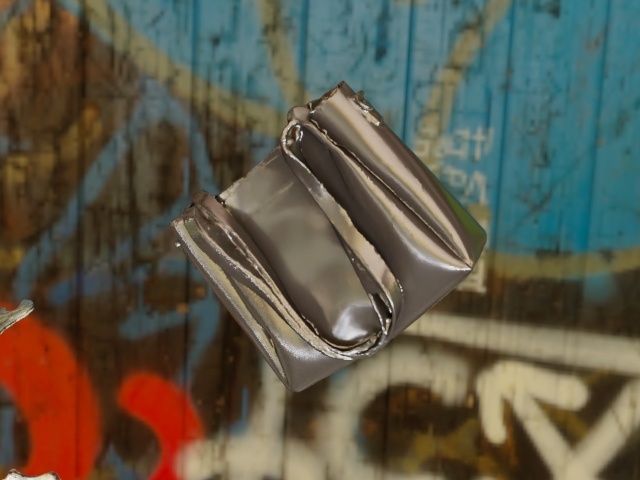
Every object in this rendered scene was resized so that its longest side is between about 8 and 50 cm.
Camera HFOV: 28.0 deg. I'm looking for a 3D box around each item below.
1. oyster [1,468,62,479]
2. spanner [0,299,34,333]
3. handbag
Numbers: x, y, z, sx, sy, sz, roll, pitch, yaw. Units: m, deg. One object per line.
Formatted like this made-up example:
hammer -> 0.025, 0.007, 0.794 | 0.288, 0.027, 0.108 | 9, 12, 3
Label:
oyster -> -0.279, 0.361, 1.372 | 0.214, 0.223, 0.083 | 24, -168, 10
spanner -> -0.416, 0.145, 1.461 | 0.071, 0.017, 0.302 | -13, -159, 25
handbag -> 0.000, 0.000, 1.374 | 0.285, 0.257, 0.113 | -37, -174, 27
